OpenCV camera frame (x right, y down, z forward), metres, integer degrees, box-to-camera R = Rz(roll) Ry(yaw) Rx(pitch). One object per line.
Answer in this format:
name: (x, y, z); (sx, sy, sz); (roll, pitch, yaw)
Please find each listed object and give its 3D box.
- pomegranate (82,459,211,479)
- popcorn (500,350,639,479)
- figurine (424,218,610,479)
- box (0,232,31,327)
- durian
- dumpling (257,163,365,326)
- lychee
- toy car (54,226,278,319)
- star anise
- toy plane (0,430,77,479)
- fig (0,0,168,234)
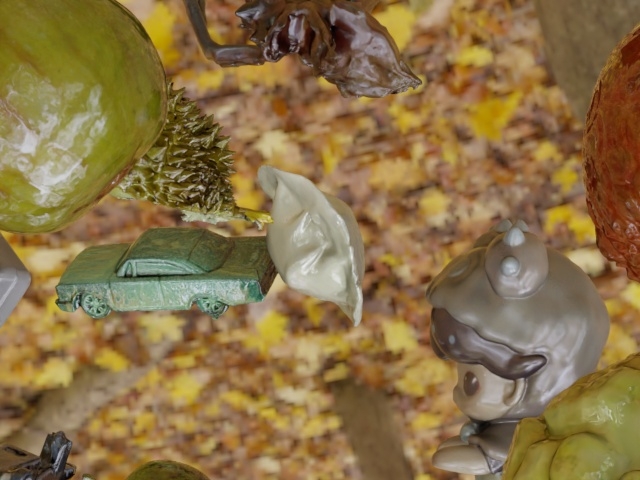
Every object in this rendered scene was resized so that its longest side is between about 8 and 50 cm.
pomegranate: (-0.202, 0.336, 1.854); (0.156, 0.156, 0.220); (-20, 148, 15)
popcorn: (0.206, 0.163, 0.800); (0.235, 0.216, 0.181); (17, 165, -16)
figurine: (0.222, 0.165, 1.684); (0.203, 0.380, 0.248); (-2, 180, 4)
box: (-0.402, -0.007, 1.594); (0.055, 0.243, 0.103); (7, 125, -54)
durian: (-0.125, -0.072, 1.199); (0.102, 0.208, 0.146); (-60, 170, 19)
dumpling: (0.002, 0.004, 1.888); (0.126, 0.215, 0.166); (-6, 175, -16)
lychee: (0.319, -0.081, 1.140); (0.255, 0.255, 0.300); (5, 125, -26)
toy car: (-0.215, 0.039, 2.146); (0.321, 0.141, 0.097); (-2, 118, 17)
star anise: (-0.034, -0.269, 1.823); (0.346, 0.237, 0.148); (17, 129, 27)
toy plane: (-0.320, 0.251, 1.554); (0.204, 0.103, 0.316); (22, -165, 16)
fig: (-0.181, -0.087, 0.815); (0.142, 0.186, 0.148); (-62, 168, 9)
